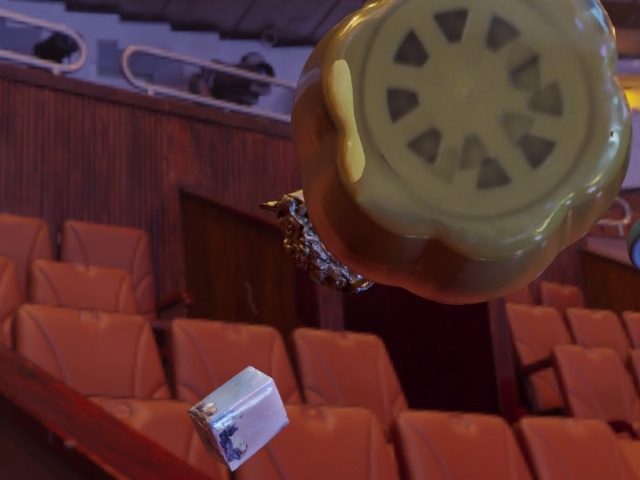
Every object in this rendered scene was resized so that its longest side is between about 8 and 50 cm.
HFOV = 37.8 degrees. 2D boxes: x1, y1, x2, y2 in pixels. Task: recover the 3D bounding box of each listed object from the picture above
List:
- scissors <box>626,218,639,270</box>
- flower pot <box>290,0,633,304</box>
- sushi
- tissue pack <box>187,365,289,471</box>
[{"bbox_3d":[0.473,-0.092,0.924,0.192,0.029,0.447,7,-38,-10],"label":"scissors"},{"bbox_3d":[0.073,-0.060,0.486,0.195,0.195,0.179,-5,-2,4],"label":"flower pot"},{"bbox_3d":[0.000,0.000,0.771,0.055,0.120,0.052,-32,-15,-23],"label":"sushi"},{"bbox_3d":[-0.090,0.198,1.052,0.094,0.074,0.058,-35,30,-29],"label":"tissue pack"}]
